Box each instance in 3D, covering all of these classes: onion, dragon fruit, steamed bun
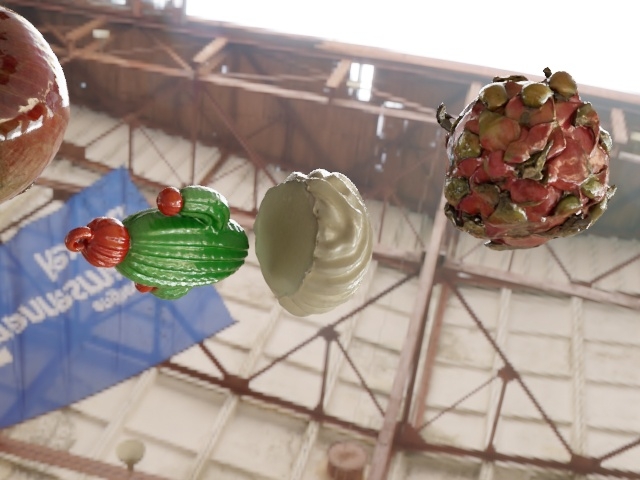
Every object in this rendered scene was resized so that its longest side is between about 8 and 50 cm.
[{"bbox_3d":[-0.549,-0.196,1.407,0.353,0.353,0.353,5,-152,-3],"label":"onion"},{"bbox_3d":[0.294,-0.126,1.394,0.250,0.291,0.269,-5,-112,9],"label":"dragon fruit"},{"bbox_3d":[0.000,0.000,1.175,0.106,0.183,0.183,3,-154,-35],"label":"steamed bun"}]

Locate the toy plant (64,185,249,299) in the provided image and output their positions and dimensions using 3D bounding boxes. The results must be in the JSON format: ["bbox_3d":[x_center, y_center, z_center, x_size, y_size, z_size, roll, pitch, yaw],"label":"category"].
[{"bbox_3d":[-0.170,-0.002,1.099,0.154,0.240,0.088,-35,-118,4],"label":"toy plant"}]
